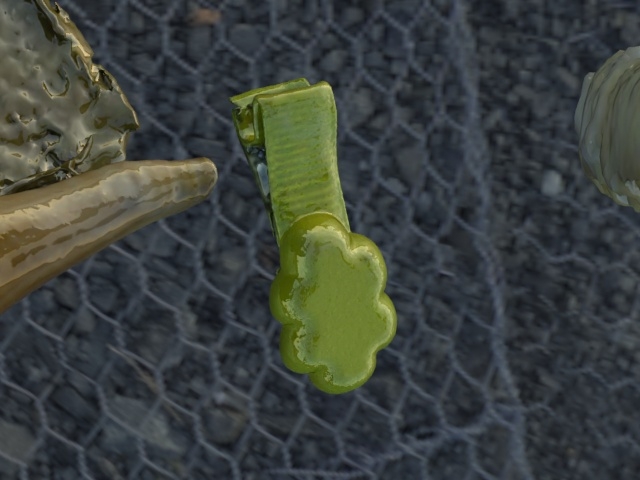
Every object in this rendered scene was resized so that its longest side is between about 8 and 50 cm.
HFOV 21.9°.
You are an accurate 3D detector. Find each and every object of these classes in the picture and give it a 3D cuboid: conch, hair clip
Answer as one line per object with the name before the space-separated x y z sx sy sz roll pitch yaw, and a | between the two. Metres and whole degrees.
conch | -0.178 0.021 0.658 0.330 0.093 0.109 -15 105 -26
hair clip | 0.000 0.000 0.889 0.072 0.046 0.173 -15 101 -19

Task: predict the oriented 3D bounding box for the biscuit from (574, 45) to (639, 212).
biscuit | 0.189 -0.040 0.595 0.179 0.281 0.084 -11 99 -29

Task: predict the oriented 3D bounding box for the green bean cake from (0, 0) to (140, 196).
green bean cake | -0.229 -0.067 0.782 0.229 0.131 0.224 -32 81 -29
